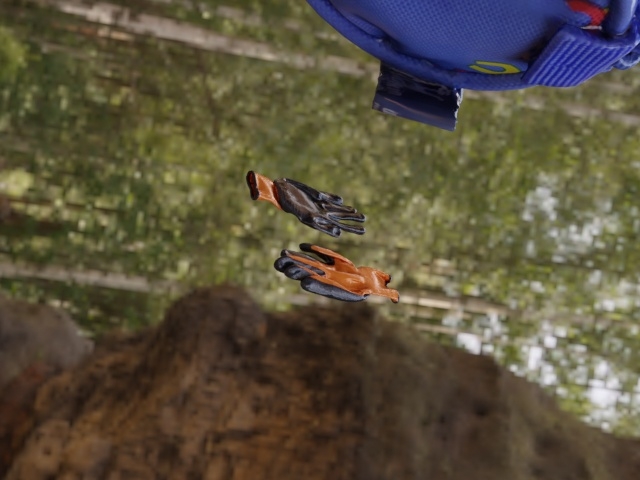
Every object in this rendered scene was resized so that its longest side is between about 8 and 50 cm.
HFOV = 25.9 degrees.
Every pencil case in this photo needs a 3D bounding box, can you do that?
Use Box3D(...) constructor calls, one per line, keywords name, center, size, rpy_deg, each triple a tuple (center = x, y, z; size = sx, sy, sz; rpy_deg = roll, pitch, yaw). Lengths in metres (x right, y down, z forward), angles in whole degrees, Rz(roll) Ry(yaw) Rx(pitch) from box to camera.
Box3D(name="pencil case", center=(0.095, -0.180, 0.406), size=(0.306, 0.133, 0.119), rpy_deg=(-61, -167, -19))

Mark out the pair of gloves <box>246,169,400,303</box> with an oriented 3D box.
Box3D(name="pair of gloves", center=(0.000, 0.000, 0.709), size=(0.010, 0.074, 0.083), rpy_deg=(-51, -138, 30))
